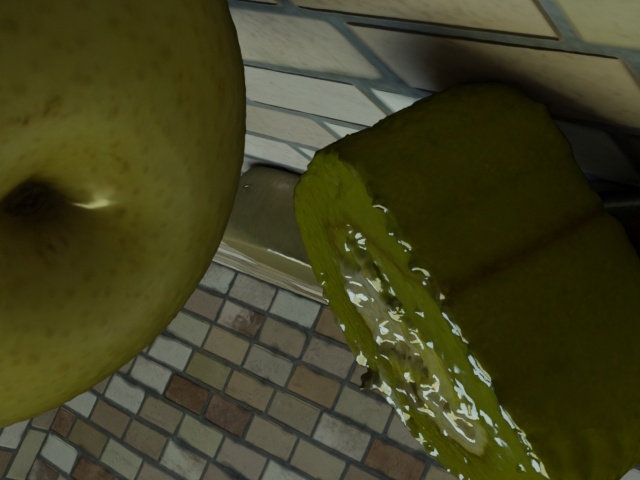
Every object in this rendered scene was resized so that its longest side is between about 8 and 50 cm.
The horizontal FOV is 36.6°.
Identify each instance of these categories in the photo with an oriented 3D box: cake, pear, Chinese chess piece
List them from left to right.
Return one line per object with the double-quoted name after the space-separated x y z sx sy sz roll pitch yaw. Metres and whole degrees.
-0.206 -0.066 0.520 0.348 0.348 0.348 24 173 3 "pear"
0.000 0.000 1.237 0.273 0.102 0.273 22 173 3 "Chinese chess piece"
0.102 0.038 0.613 0.260 0.156 0.179 61 163 4 "cake"

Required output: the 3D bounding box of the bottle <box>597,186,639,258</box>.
0.225 0.004 0.606 0.082 0.082 0.286 26 173 -14 "bottle"
